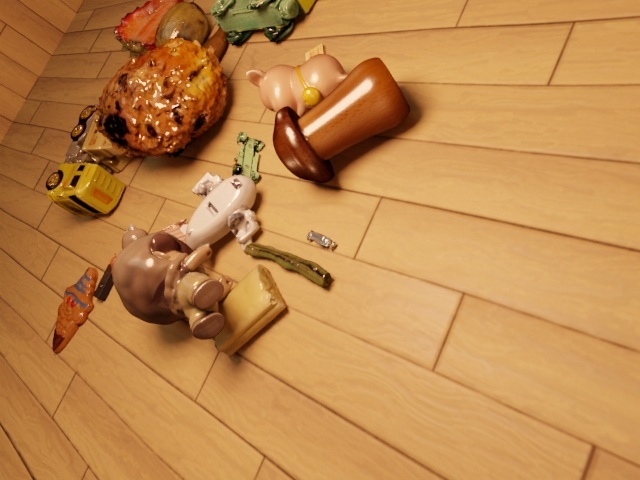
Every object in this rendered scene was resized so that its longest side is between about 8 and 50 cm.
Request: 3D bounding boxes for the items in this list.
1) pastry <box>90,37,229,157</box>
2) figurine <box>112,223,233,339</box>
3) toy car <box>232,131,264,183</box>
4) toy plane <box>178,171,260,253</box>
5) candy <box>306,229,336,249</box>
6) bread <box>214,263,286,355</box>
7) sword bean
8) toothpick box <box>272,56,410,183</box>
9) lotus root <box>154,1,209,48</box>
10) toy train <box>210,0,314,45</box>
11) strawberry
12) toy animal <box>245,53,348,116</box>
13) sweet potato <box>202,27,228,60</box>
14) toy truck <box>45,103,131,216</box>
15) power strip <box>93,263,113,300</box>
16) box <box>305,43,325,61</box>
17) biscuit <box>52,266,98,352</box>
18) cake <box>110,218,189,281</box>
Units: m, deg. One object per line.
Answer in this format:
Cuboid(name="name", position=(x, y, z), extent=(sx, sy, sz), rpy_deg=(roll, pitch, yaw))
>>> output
Cuboid(name="pastry", position=(-0.460, -0.391, 1.426), extent=(0.405, 0.292, 0.337), rpy_deg=(-24, 28, 15))
Cuboid(name="figurine", position=(-0.331, 0.103, 1.106), extent=(0.203, 0.248, 0.380), rpy_deg=(-41, 34, -26))
Cuboid(name="toy car", position=(-0.196, -0.216, 1.301), extent=(0.054, 0.073, 0.143), rpy_deg=(-27, 53, 46))
Cuboid(name="toy plane", position=(-0.251, -0.062, 1.238), extent=(0.244, 0.117, 0.245), rpy_deg=(-5, 75, 20))
Cuboid(name="candy", position=(-0.001, 0.000, 1.075), extent=(0.083, 0.020, 0.030), rpy_deg=(30, 87, 40))
Cuboid(name="bread", position=(-0.172, 0.153, 1.099), extent=(0.178, 0.060, 0.139), rpy_deg=(-44, 48, 11))
Cuboid(name="sword bean", position=(-0.077, 0.048, 1.100), extent=(0.269, 0.038, 0.043), rpy_deg=(18, 54, 41))
Cuboid(name="toothpick box", position=(0.037, -0.257, 1.076), extent=(0.294, 0.192, 0.192), rpy_deg=(-33, 52, 12))
Cuboid(name="lotus root", position=(-0.498, -0.699, 1.716), extent=(0.154, 0.154, 0.278), rpy_deg=(34, 93, 42))
Cuboid(name="toy train", position=(-0.182, -0.736, 1.512), extent=(0.369, 0.150, 0.237), rpy_deg=(17, 70, 41))
Cuboid(name="strawberry", position=(-0.636, -0.803, 1.886), extent=(0.253, 0.150, 0.280), rpy_deg=(2, 66, 17))
Cuboid(name="toy animal", position=(-0.037, -0.375, 1.207), extent=(0.248, 0.165, 0.149), rpy_deg=(2, 93, 23))
Cuboid(name="sweet potato", position=(-0.381, -0.617, 1.639), extent=(0.346, 0.079, 0.108), rpy_deg=(-55, 35, -4))
Cuboid(name="toy truck", position=(-0.741, -0.284, 1.676), extent=(0.254, 0.180, 0.405), rpy_deg=(2, 66, 29))
Cuboid(name="power strip", position=(-0.649, 0.127, 1.491), extent=(0.038, 0.029, 0.111), rpy_deg=(12, 75, 40))
Cuboid(name="box", position=(-0.012, -0.487, 1.336), extent=(0.058, 0.015, 0.093), rpy_deg=(-23, 55, 28))
Cuboid(name="biscuit", position=(-0.777, 0.213, 1.544), extent=(0.183, 0.043, 0.280), rpy_deg=(8, 70, 43))
Cuboid(name="cake", position=(-0.456, 0.038, 1.346), extent=(0.287, 0.135, 0.098), rpy_deg=(-44, 34, -1))
